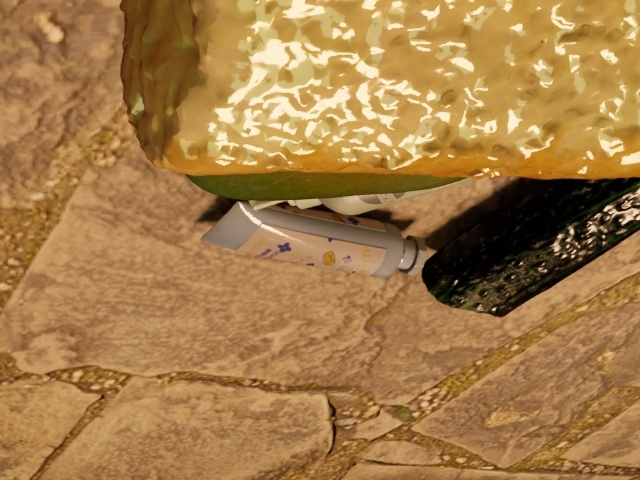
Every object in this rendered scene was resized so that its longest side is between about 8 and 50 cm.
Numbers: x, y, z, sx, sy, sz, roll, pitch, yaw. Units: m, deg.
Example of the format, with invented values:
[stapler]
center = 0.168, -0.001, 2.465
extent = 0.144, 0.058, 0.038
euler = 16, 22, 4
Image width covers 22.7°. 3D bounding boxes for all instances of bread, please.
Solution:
[bread]
center = 0.099, -0.150, 0.742
extent = 0.375, 0.165, 0.237
euler = -2, 124, -20

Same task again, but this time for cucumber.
[cucumber]
center = 0.177, -0.011, 1.193
extent = 0.074, 0.074, 0.241
euler = 13, 145, -38

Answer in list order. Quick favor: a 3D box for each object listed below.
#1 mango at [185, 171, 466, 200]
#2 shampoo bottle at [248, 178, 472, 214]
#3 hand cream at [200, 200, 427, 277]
[mango]
center = 0.019, -0.088, 0.946
extent = 0.251, 0.114, 0.156
euler = -7, 167, 23
[shampoo bottle]
center = 0.042, -0.050, 1.084
extent = 0.195, 0.056, 0.056
euler = -17, 153, 15
[hand cream]
center = 0.000, 0.000, 1.185
extent = 0.170, 0.043, 0.065
euler = 9, 149, -29
